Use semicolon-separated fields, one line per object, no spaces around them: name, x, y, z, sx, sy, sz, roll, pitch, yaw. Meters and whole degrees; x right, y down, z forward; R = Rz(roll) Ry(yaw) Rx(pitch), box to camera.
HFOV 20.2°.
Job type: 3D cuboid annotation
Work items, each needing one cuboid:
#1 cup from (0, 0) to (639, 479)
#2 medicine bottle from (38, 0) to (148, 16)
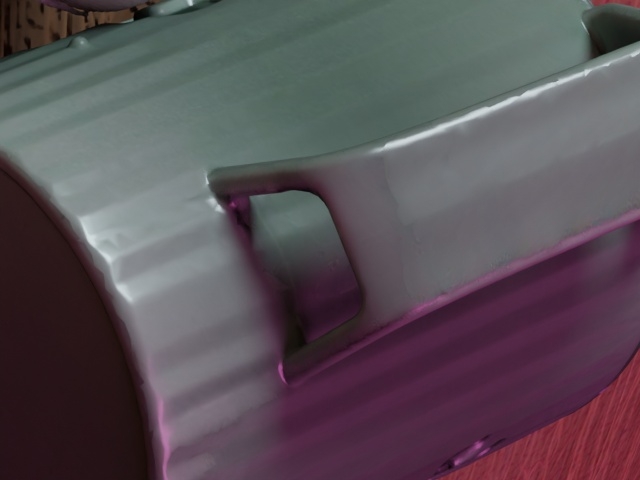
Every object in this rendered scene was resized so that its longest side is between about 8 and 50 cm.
cup;-0.017;-0.016;0.907;0.392;0.310;0.401;-24;155;-46
medicine bottle;-0.150;-0.197;0.767;0.144;0.144;0.252;-53;146;8
